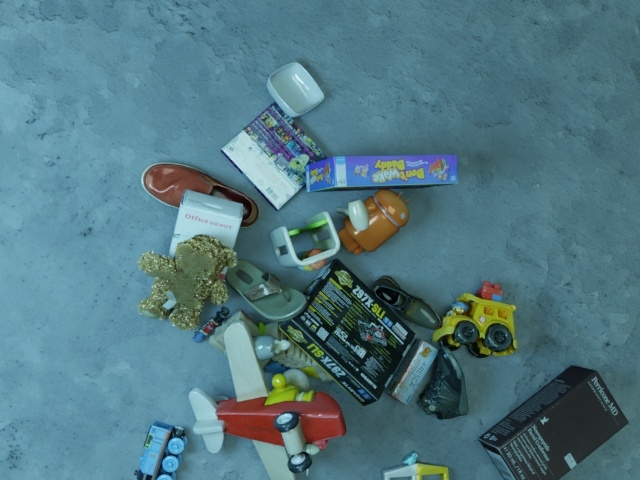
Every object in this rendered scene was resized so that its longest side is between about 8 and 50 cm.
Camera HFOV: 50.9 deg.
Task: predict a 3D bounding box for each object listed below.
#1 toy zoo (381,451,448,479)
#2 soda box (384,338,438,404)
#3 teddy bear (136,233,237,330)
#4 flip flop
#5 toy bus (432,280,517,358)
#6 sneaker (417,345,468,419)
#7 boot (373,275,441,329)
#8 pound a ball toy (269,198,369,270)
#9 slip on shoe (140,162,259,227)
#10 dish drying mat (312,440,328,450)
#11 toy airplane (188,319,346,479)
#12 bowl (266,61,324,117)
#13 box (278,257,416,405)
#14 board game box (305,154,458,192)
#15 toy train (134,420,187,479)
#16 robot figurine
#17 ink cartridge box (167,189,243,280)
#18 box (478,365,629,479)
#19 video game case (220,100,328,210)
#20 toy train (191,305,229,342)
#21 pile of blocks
[{"bbox_3d":[0.271,0.751,1.909,0.193,0.030,0.293,0,87,-12],"label":"toy zoo"},{"bbox_3d":[0.259,0.373,1.912,0.058,0.063,0.183,35,81,-10],"label":"soda box"},{"bbox_3d":[-0.342,0.102,1.712,0.245,0.113,0.338,12,128,-3],"label":"teddy bear"},{"bbox_3d":[-0.151,0.120,1.759,0.277,0.080,0.112,33,64,34],"label":"flip flop"},{"bbox_3d":[0.447,0.218,1.929,0.220,0.149,0.211,12,71,-8],"label":"toy bus"},{"bbox_3d":[0.338,0.412,1.895,0.130,0.087,0.227,-17,114,-11],"label":"sneaker"},{"bbox_3d":[0.235,0.185,1.869,0.219,0.106,0.082,35,104,10],"label":"boot"},{"bbox_3d":[0.000,0.000,1.749,0.208,0.319,0.135,-20,91,-13],"label":"pound a ball toy"},{"bbox_3d":[-0.318,-0.125,1.802,0.331,0.101,0.123,22,84,-8],"label":"slip on shoe"},{"bbox_3d":[-0.021,0.553,1.871,0.083,0.008,0.032,28,81,-8],"label":"dish drying mat"},{"bbox_3d":[-0.137,0.426,1.719,0.384,0.386,0.272,39,40,10],"label":"toy airplane"},{"bbox_3d":[-0.078,-0.413,1.875,0.142,0.053,0.142,52,53,-4],"label":"bowl"},{"bbox_3d":[0.080,0.245,1.821,0.322,0.079,0.257,44,49,-7],"label":"box"},{"bbox_3d":[0.159,-0.180,1.814,0.347,0.233,0.078,-3,92,-19],"label":"board game box"},{"bbox_3d":[-0.417,0.567,1.755,0.105,0.080,0.184,17,86,-1],"label":"toy train"},{"bbox_3d":[0.153,-0.055,1.862,0.219,0.128,0.158,-40,114,13],"label":"robot figurine"},{"bbox_3d":[-0.304,-0.006,1.751,0.159,0.092,0.217,14,120,-11],"label":"ink cartridge box"},{"bbox_3d":[0.676,0.553,1.953,0.381,0.143,0.191,-34,94,-13],"label":"box"},{"bbox_3d":[-0.124,-0.236,1.878,0.210,0.042,0.232,-45,96,-11],"label":"video game case"},{"bbox_3d":[-0.292,0.227,1.776,0.027,0.036,0.158,37,123,-17],"label":"toy train"},{"bbox_3d":[-0.121,0.286,1.831,0.362,0.149,0.112,25,39,-18],"label":"pile of blocks"}]
